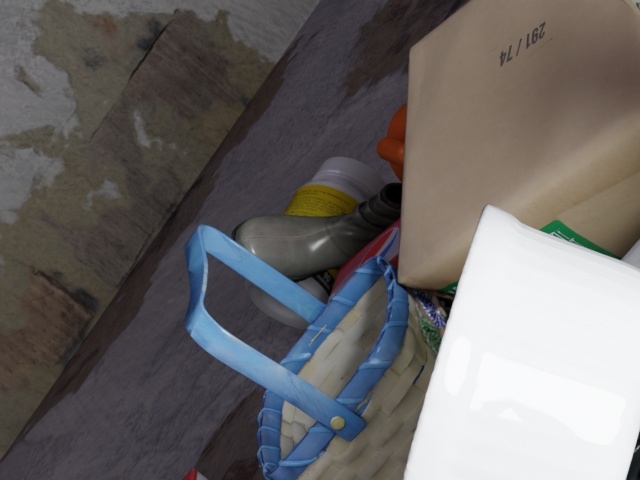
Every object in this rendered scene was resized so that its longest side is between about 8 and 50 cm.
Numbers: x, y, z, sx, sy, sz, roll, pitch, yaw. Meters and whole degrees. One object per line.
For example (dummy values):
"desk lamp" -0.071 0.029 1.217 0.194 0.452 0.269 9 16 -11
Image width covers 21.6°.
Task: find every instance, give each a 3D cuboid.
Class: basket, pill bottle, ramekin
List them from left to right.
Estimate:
"pill bottle" 0.000 0.000 2.127 0.119 0.119 0.208 -30 25 54
"basket" 0.002 0.104 1.501 0.201 0.289 0.255 -55 15 15
"ramekin" 0.138 0.125 1.156 0.277 0.135 0.277 17 -90 -84

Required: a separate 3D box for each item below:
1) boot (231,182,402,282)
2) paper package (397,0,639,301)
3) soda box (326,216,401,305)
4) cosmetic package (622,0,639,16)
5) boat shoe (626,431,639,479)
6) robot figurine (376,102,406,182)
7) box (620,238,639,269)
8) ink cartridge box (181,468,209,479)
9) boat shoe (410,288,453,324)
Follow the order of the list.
"boot" 0.034 -0.021 1.889 0.161 0.247 0.083 -41 56 45
"paper package" 0.232 -0.113 1.471 0.325 0.168 0.309 -36 36 41
"soda box" 0.121 0.012 1.797 0.263 0.083 0.092 -41 17 35
"cosmetic package" 0.340 -0.106 0.961 0.160 0.309 0.113 -51 15 -7
"boat shoe" 0.273 0.114 0.984 0.113 0.127 0.340 -56 13 -16
"robot figurine" 0.155 -0.116 1.924 0.219 0.158 0.128 -15 55 66
"box" 0.308 0.015 1.196 0.130 0.091 0.170 -49 14 4
"ink cartridge box" -0.179 0.394 1.686 0.273 0.114 0.197 -46 16 16
"boat shoe" 0.113 0.061 1.674 0.254 0.095 0.079 -43 14 34
